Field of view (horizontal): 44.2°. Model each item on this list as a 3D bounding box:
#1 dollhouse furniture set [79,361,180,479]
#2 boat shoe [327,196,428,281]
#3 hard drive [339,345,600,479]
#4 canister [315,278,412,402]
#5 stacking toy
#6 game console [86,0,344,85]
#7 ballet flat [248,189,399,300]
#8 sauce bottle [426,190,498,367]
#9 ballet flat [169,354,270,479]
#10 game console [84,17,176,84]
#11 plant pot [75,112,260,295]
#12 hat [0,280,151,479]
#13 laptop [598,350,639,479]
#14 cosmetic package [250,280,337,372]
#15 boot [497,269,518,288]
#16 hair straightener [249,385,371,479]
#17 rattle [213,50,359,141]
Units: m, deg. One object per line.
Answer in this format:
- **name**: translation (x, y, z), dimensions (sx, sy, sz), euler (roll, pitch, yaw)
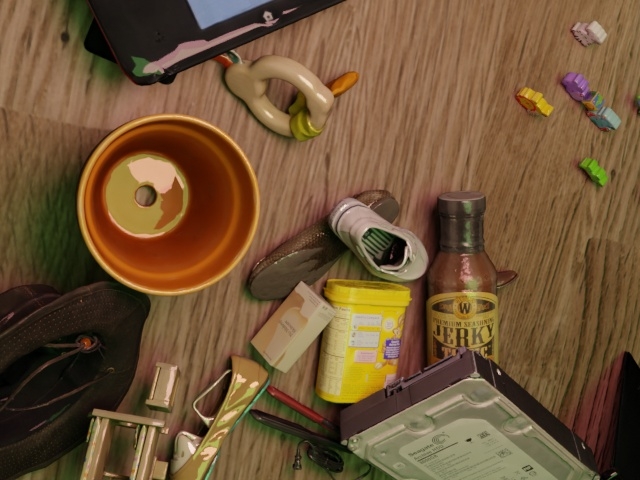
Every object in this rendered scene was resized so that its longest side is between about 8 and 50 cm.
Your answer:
- **dollhouse furniture set**: translation (-0.251, 0.263, 1.040), dimensions (0.101, 0.161, 0.182), euler (10, 67, 0)
- **boat shoe**: translation (0.094, 0.019, 1.110), dimensions (0.226, 0.076, 0.083), euler (28, 104, -46)
- **hard drive**: translation (0.222, 0.303, 1.152), dimensions (0.236, 0.064, 0.339), euler (-33, 123, 25)
- **canister**: translation (0.060, 0.148, 1.155), dimensions (0.126, 0.073, 0.170), euler (5, 96, -22)
- **stacking toy**: translation (0.435, -0.221, 1.273), dimensions (0.221, 0.052, 0.167), euler (42, 83, -23)
- **game console**: translation (-0.136, -0.415, 0.972), dimensions (0.386, 0.060, 0.342), euler (-28, 93, -16)
- **ballet flat**: translation (0.000, 0.000, 1.126), dimensions (0.249, 0.058, 0.084), euler (-34, 140, -9)
- **sauce bottle**: translation (0.210, 0.101, 1.178), dimensions (0.111, 0.111, 0.345), euler (-10, 104, -20)
- **ballet flat**: translation (-0.159, 0.261, 1.087), dimensions (0.073, 0.080, 0.232), euler (37, 74, -12)
- **game console**: translation (-0.227, -0.281, 1.016), dimensions (0.122, 0.071, 0.107), euler (21, 59, -24)
- **plant pot**: translation (-0.198, -0.049, 0.963), dimensions (0.205, 0.188, 0.205), euler (-3, 97, -21)
- **hat**: translation (-0.361, 0.149, 0.934), dimensions (0.134, 0.331, 0.331), euler (38, 80, 20)
- **laptop**: translation (0.498, 0.487, 1.365), dimensions (0.407, 0.236, 0.382), euler (-35, 109, 6)
- **cosmetic package**: translation (-0.038, 0.121, 1.104), dimensions (0.115, 0.060, 0.041), euler (-51, 138, 1)
- **boot**: translation (0.254, 0.022, 1.238), dimensions (0.106, 0.037, 0.114), euler (-18, 99, -17)
- **hair straightener**: translation (-0.013, 0.301, 1.167), dimensions (0.230, 0.047, 0.089), euler (34, 84, -27)
- **rattle**: translation (-0.059, -0.238, 1.061), dimensions (0.199, 0.130, 0.143), euler (30, 73, 4)
